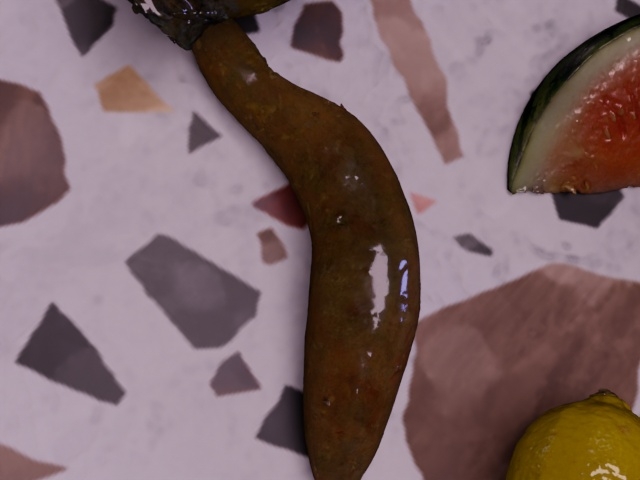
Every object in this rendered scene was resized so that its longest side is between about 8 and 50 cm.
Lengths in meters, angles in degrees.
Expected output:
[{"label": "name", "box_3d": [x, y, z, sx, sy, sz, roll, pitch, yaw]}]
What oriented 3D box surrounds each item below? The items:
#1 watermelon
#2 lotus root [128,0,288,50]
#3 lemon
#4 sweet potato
[{"label": "watermelon", "box_3d": [0.239, -0.101, 1.003, 0.245, 0.063, 0.119, -15, 100, -14]}, {"label": "lotus root", "box_3d": [-0.024, -0.300, 0.901, 0.195, 0.179, 0.398, 26, 78, -6]}, {"label": "lemon", "box_3d": [0.172, 0.160, 0.926, 0.109, 0.109, 0.133, 19, 71, -9]}, {"label": "sweet potato", "box_3d": [0.006, -0.005, 0.927, 0.108, 0.079, 0.346, -16, 84, -1]}]
